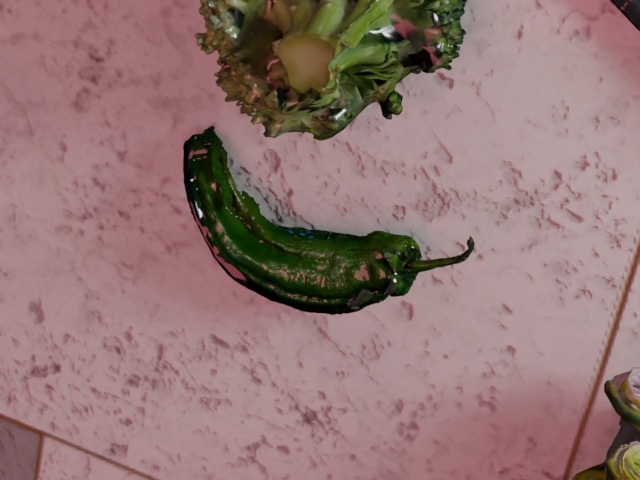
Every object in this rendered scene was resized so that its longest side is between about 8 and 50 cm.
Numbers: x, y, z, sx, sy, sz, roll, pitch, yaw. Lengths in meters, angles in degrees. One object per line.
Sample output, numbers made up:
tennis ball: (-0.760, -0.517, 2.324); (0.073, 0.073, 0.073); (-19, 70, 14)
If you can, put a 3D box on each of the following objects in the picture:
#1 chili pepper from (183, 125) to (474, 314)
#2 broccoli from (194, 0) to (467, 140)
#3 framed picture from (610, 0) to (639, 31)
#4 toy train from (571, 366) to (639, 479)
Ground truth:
chili pepper: (0.000, 0.001, 1.406); (0.279, 0.065, 0.122); (19, 121, 20)
broccoli: (0.016, -0.182, 1.261); (0.226, 0.176, 0.198); (1, 143, 52)
framed picture: (0.347, -0.255, 1.161); (0.265, 0.016, 0.347); (48, 122, 6)
toy train: (0.284, 0.203, 1.260); (0.177, 0.261, 0.134); (16, 118, 3)
